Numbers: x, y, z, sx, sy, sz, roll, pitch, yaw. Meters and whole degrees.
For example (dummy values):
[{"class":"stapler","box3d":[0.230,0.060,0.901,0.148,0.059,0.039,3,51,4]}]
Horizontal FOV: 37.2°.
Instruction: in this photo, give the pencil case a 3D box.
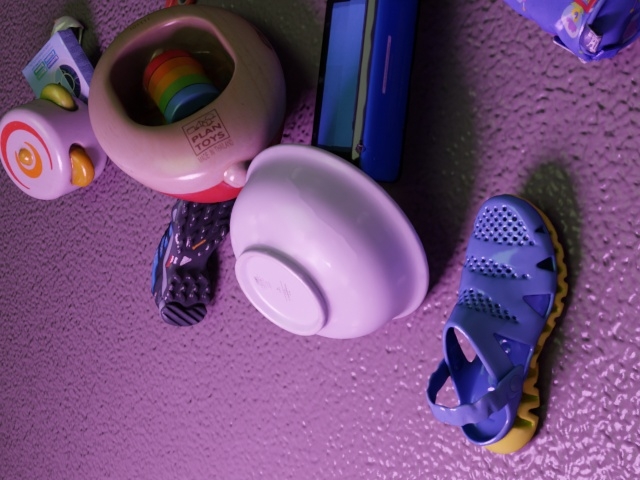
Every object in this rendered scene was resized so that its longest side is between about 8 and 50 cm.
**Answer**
[{"class":"pencil case","box3d":[0.255,-0.319,1.110,0.306,0.119,0.133,47,131,37]}]

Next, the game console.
[{"class":"game console","box3d":[0.035,-0.232,1.308,0.173,0.250,0.293,7,93,20]}]

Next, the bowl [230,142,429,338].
[{"class":"bowl","box3d":[-0.016,0.029,1.252,0.298,0.134,0.298,28,144,22]}]

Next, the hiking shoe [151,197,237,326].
[{"class":"hiking shoe","box3d":[-0.227,-0.013,1.607,0.132,0.113,0.304,30,103,55]}]

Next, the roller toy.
[{"class":"roller toy","box3d":[-0.530,-0.181,1.869,0.191,0.146,0.209,-29,95,41]}]

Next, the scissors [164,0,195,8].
[{"class":"scissors","box3d":[-0.280,-0.384,1.747,0.109,0.021,0.297,31,108,41]}]

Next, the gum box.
[{"class":"gum box","box3d":[-0.510,-0.306,1.925,0.157,0.041,0.184,-32,87,41]}]

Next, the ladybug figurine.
[{"class":"ladybug figurine","box3d":[-0.197,-0.205,1.496,0.305,0.162,0.449,-29,46,-1]}]

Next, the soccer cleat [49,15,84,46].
[{"class":"soccer cleat","box3d":[-0.549,-0.375,2.001,0.076,0.068,0.196,30,107,40]}]

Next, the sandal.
[{"class":"sandal","box3d":[0.202,0.101,1.130,0.126,0.138,0.317,5,90,49]}]
